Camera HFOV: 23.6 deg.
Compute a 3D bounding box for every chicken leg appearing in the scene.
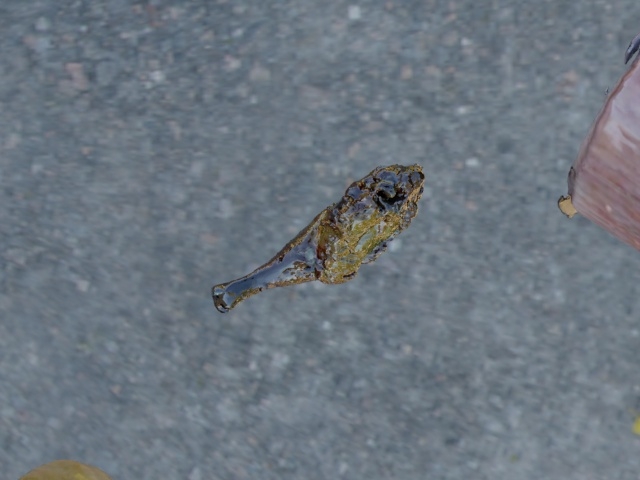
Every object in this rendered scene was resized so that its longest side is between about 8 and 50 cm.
[{"bbox_3d":[0.002,0.001,0.904,0.145,0.037,0.062,-37,152,17],"label":"chicken leg"}]

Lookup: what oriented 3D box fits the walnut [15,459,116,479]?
[{"bbox_3d":[-0.160,0.222,0.951,0.149,0.167,0.166,-12,100,-44],"label":"walnut"}]

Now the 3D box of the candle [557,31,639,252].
[{"bbox_3d":[0.306,-0.094,0.983,0.287,0.131,0.317,-57,157,11],"label":"candle"}]
